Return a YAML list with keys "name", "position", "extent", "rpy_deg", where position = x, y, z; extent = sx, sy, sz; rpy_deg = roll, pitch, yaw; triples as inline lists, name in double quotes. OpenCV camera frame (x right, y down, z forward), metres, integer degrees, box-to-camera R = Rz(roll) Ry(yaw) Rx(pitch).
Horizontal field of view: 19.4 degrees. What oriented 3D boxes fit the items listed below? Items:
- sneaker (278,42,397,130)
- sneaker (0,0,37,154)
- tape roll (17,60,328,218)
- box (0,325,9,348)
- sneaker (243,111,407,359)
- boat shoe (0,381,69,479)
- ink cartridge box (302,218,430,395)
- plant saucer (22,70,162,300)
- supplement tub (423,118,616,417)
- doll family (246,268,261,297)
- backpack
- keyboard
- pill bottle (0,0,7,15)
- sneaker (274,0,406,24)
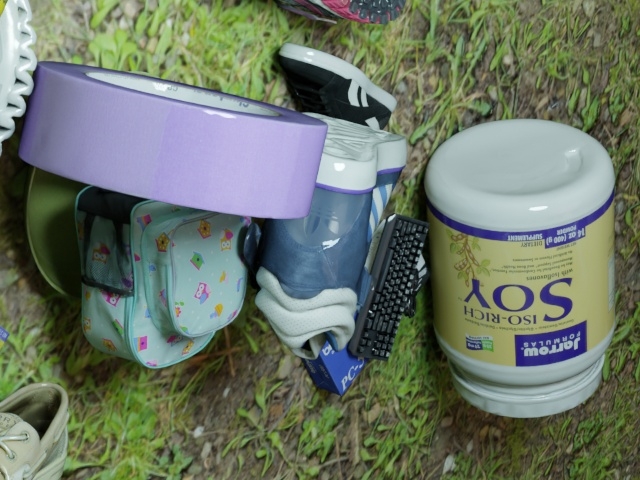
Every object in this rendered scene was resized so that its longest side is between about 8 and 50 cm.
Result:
- name: "sneaker"
  position: [0.009, -0.138, 2.128]
  extent: [0.217, 0.079, 0.121]
  rpy_deg: [26, 85, -56]
- name: "sneaker"
  position: [-0.337, -0.113, 1.663]
  extent: [0.118, 0.110, 0.292]
  rpy_deg: [8, 99, -45]
- name: "tape roll"
  position: [-0.135, -0.094, 1.721]
  extent: [0.275, 0.275, 0.090]
  rpy_deg: [2, 104, -54]
- name: "box"
  position: [-0.380, 0.135, 1.770]
  extent: [0.179, 0.043, 0.105]
  rpy_deg: [-58, 144, -13]
- name: "sneaker"
  position: [0.000, 0.000, 1.972]
  extent: [0.323, 0.130, 0.236]
  rpy_deg: [-56, 160, -77]
- name: "boat shoe"
  position: [-0.317, 0.207, 1.774]
  extent: [0.302, 0.109, 0.098]
  rpy_deg: [-32, 139, -72]
- name: "ink cartridge box"
  position: [0.053, 0.082, 2.322]
  extent: [0.207, 0.046, 0.097]
  rpy_deg: [-51, 139, -24]
- name: "plant saucer"
  position: [-0.220, -0.058, 1.897]
  extent: [0.241, 0.037, 0.241]
  rpy_deg: [-27, 126, -44]
- name: "supplement tub"
  position: [0.260, 0.037, 2.408]
  extent: [0.241, 0.241, 0.331]
  rpy_deg: [-36, 132, -39]
- name: "doll family"
  position: [-0.032, 0.047, 2.169]
  extent: [0.193, 0.076, 0.111]
  rpy_deg: [33, 74, -57]
- name: "backpack"
  position: [-0.158, 0.034, 1.872]
  extent: [0.166, 0.144, 0.188]
  rpy_deg: [-22, 127, -54]
- name: "keyboard"
  position: [0.094, 0.060, 2.307]
  extent: [0.108, 0.023, 0.180]
  rpy_deg: [14, 94, -53]
- name: "pill bottle"
  position: [-0.371, -0.163, 1.511]
  extent: [0.188, 0.188, 0.334]
  rpy_deg: [31, 81, -54]
- name: "sneaker"
  position: [-0.044, -0.296, 1.967]
  extent: [0.299, 0.112, 0.121]
  rpy_deg: [23, 79, -42]
